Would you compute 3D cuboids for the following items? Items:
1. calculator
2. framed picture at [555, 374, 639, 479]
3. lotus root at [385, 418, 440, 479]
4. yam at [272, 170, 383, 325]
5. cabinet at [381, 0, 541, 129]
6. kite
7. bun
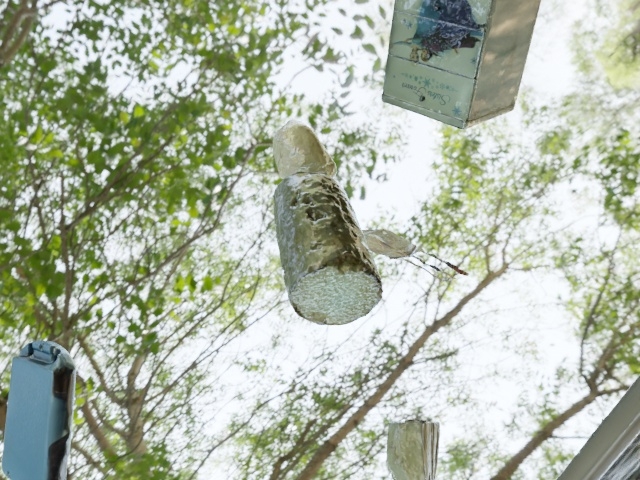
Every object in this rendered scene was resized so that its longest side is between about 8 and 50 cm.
[{"bbox_3d":[-0.521,0.332,1.056,0.051,0.172,0.294,7,-92,-57],"label":"calculator"},{"bbox_3d":[0.218,0.159,0.365,0.184,0.250,0.016,6,-146,-21],"label":"framed picture"},{"bbox_3d":[0.147,0.357,0.924,0.143,0.070,0.144,49,-137,-57],"label":"lotus root"},{"bbox_3d":[0.000,0.000,0.692,0.107,0.107,0.194,21,-148,-29],"label":"yam"},{"bbox_3d":[0.193,-0.284,0.782,0.145,0.206,0.150,30,-141,35],"label":"cabinet"},{"bbox_3d":[0.174,0.026,1.141,0.245,0.015,0.141,27,-152,35],"label":"kite"},{"bbox_3d":[-0.032,-0.119,0.833,0.069,0.115,0.115,-41,-91,-10],"label":"bun"}]
